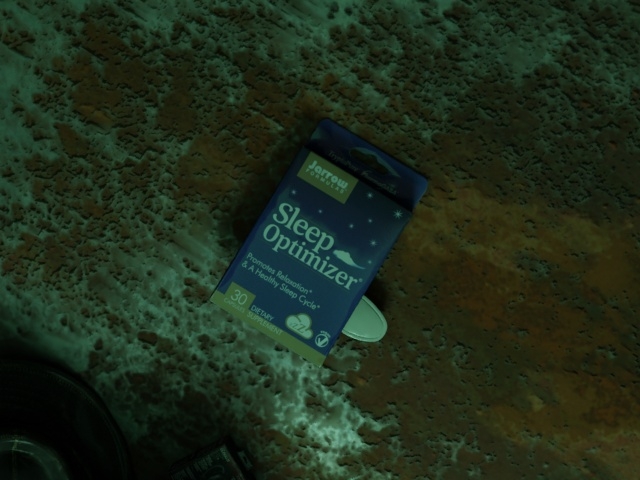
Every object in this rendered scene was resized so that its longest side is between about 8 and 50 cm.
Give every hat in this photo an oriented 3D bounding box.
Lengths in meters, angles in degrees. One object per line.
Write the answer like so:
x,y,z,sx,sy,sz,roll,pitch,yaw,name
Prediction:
-0.327,0.292,1.633,0.331,0.134,0.331,0,90,-24,hat

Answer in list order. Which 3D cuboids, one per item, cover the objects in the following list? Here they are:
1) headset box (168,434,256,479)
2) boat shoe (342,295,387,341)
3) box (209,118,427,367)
-0.115,0.258,1.718,0.083,0.032,0.062,-29,99,12,headset box
0.014,0.066,1.653,0.125,0.038,0.046,27,91,0,boat shoe
0.000,0.000,1.615,0.136,0.036,0.225,31,90,0,box
